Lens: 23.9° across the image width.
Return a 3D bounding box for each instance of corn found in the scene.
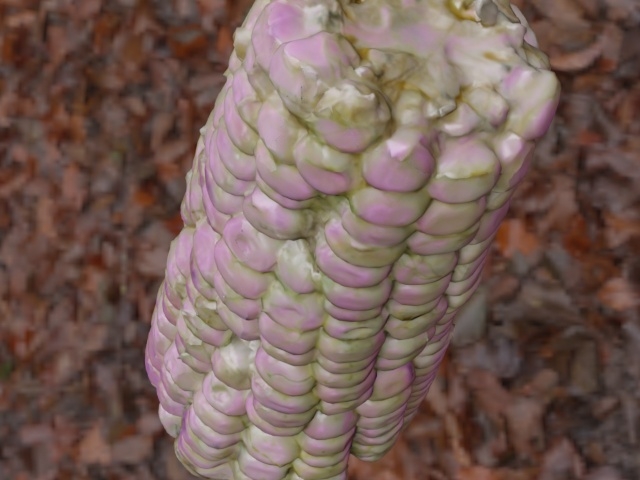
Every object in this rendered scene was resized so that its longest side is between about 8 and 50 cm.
[{"bbox_3d":[-0.002,0.002,0.560,0.335,0.126,0.127,106,148,-62],"label":"corn"}]
